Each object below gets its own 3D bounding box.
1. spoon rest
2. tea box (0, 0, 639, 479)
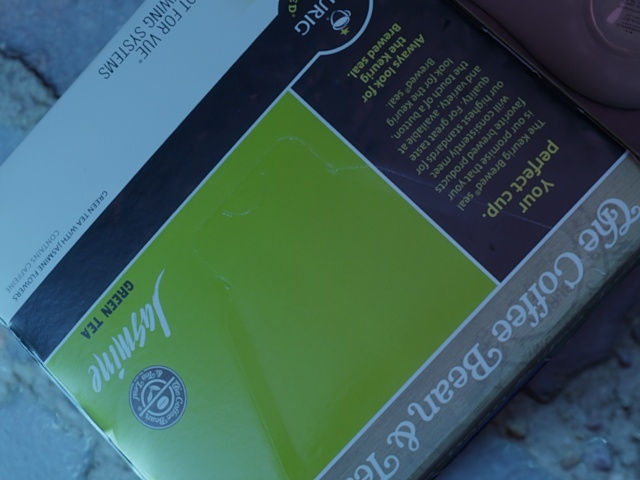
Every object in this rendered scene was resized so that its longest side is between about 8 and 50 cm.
[{"bbox_3d":[0.164,-0.189,0.734,0.276,0.084,0.137,21,97,2],"label":"spoon rest"},{"bbox_3d":[0.000,0.000,0.675,0.323,0.220,0.329,45,96,15],"label":"tea box"}]
